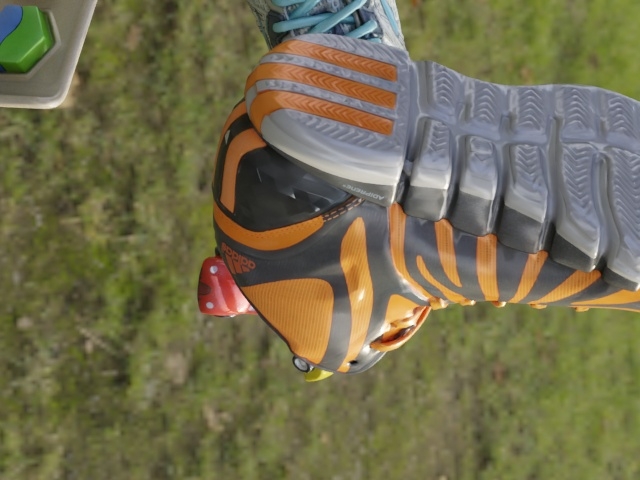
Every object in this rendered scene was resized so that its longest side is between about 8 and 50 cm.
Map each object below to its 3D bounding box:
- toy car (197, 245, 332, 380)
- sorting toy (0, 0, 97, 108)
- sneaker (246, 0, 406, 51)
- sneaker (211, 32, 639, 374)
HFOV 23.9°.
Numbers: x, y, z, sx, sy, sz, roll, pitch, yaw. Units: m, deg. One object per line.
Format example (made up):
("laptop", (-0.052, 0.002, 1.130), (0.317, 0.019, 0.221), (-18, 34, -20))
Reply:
("toy car", (0.000, 0.000, 1.361), (0.239, 0.053, 0.225), (41, 67, -54))
("sorting toy", (-0.279, -0.202, 1.269), (0.038, 0.193, 0.208), (63, 36, -55))
("sneaker", (0.012, -0.137, 0.956), (0.122, 0.110, 0.283), (-108, 174, -52))
("sneaker", (0.092, 0.003, 0.852), (0.180, 0.321, 0.125), (114, -8, -46))
